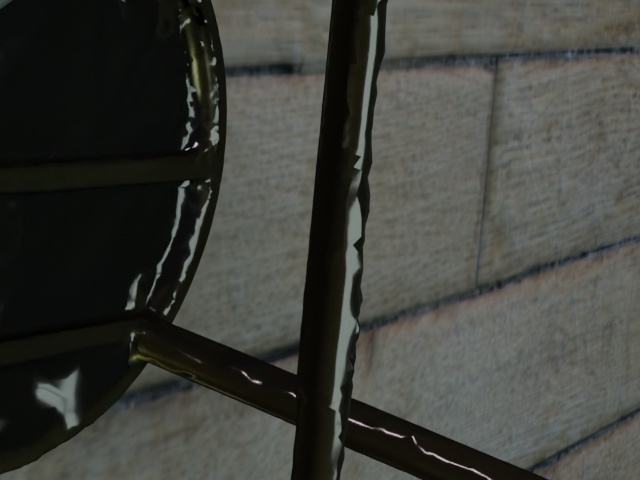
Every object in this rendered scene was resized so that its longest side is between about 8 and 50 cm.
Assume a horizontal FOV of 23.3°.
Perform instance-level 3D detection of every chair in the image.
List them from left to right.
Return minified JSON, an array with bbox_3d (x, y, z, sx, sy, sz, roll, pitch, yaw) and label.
[{"bbox_3d":[0.000,0.000,0.601,0.364,0.410,0.362,-12,110,-55],"label":"chair"}]

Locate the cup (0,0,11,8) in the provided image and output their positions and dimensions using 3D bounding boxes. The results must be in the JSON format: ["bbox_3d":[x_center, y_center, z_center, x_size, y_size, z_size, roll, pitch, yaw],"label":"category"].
[{"bbox_3d":[-0.175,-0.162,0.405,0.347,0.347,0.163,-62,165,-24],"label":"cup"}]
